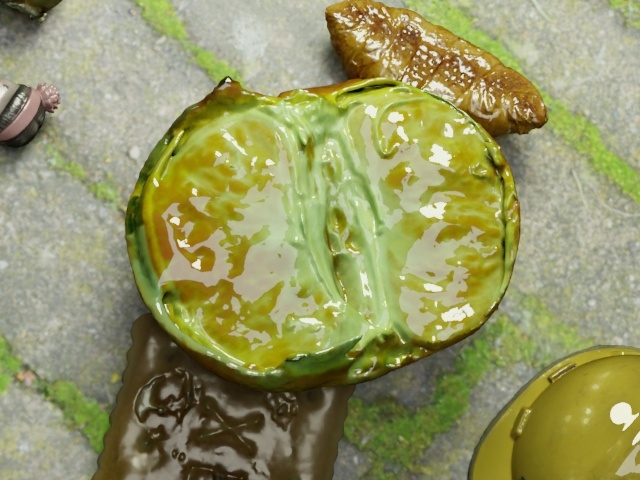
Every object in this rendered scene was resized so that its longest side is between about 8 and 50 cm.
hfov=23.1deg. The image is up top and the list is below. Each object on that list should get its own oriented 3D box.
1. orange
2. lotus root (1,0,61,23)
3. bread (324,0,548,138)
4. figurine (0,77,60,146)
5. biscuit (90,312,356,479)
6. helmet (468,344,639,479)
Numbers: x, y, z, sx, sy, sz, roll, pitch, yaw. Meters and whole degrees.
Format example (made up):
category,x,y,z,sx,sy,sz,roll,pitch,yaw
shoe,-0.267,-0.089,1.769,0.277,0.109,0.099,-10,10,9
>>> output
category,x,y,z,sx,sy,sz,roll,pitch,yaw
orange,0.000,0.005,1.368,0.335,0.196,0.262,-14,63,-20
lotus root,-0.267,-0.280,1.442,0.088,0.088,0.165,-3,75,-10
bread,0.103,-0.150,1.483,0.233,0.076,0.105,26,63,4
figurine,-0.306,-0.134,1.425,0.129,0.054,0.072,28,60,4
biscuit,-0.101,0.238,1.382,0.217,0.044,0.324,16,76,-5
helmet,0.274,0.195,1.409,0.257,0.140,0.205,-29,84,-17
